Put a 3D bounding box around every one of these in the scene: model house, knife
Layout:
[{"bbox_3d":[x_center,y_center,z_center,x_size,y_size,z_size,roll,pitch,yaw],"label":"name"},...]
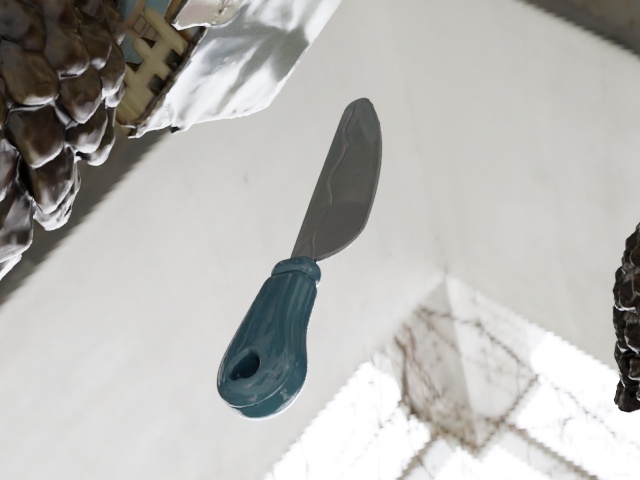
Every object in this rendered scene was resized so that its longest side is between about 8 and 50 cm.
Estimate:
[{"bbox_3d":[-0.079,-0.214,0.925,0.206,0.271,0.178,48,-147,18],"label":"model house"},{"bbox_3d":[0.001,0.000,0.965,0.058,0.032,0.244,-13,-139,40],"label":"knife"}]

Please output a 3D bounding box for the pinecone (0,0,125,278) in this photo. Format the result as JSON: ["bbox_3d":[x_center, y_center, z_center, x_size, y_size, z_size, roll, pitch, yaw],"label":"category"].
[{"bbox_3d":[-0.177,-0.056,0.663,0.204,0.184,0.179,-41,-145,27],"label":"pinecone"}]

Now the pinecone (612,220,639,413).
[{"bbox_3d":[0.331,0.066,1.107,0.292,0.246,0.246,28,-121,-19],"label":"pinecone"}]
